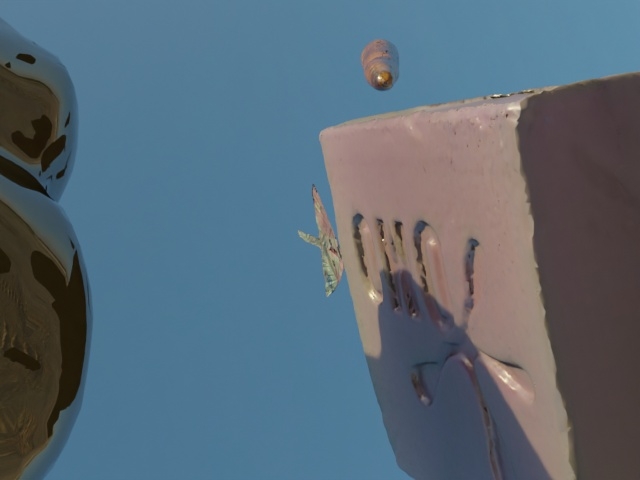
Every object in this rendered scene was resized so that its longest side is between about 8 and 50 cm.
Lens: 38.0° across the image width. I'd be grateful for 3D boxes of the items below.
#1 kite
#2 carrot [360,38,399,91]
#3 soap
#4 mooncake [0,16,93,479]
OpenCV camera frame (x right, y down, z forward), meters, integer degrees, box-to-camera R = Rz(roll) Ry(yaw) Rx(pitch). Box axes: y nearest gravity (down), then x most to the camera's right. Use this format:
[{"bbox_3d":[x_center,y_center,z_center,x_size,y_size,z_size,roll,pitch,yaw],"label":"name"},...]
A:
[{"bbox_3d":[-0.001,0.000,1.036,0.005,0.152,0.137,-14,-67,-18],"label":"kite"},{"bbox_3d":[0.052,-0.147,0.800,0.036,0.165,0.035,1,-69,2],"label":"carrot"},{"bbox_3d":[0.117,0.048,0.592,0.107,0.296,0.285,-16,-83,-16],"label":"soap"},{"bbox_3d":[-0.323,0.067,0.513,0.262,0.467,0.466,20,-110,-33],"label":"mooncake"}]
